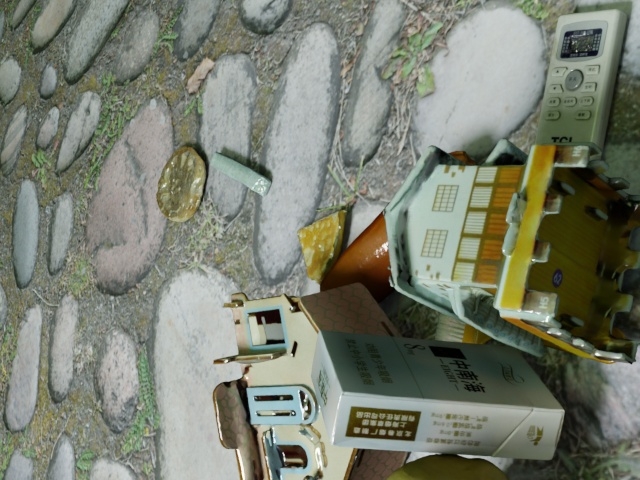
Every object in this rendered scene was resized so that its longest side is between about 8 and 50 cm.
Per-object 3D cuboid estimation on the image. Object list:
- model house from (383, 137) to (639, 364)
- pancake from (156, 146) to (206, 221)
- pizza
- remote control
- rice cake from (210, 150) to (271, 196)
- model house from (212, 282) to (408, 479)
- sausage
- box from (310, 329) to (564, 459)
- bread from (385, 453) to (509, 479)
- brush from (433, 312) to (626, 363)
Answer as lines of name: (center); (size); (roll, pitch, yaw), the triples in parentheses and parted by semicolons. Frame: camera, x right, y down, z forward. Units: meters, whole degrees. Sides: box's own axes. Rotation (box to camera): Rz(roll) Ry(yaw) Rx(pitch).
model house: (0.214, 0.011, 0.973); (0.215, 0.224, 0.198); (2, 74, 45)
pancake: (-0.259, -0.103, 1.713); (0.152, 0.025, 0.151); (-17, 66, 45)
pizza: (0.000, 0.000, 1.385); (0.108, 0.026, 0.123); (33, 108, 51)
remote control: (0.303, -0.176, 1.077); (0.087, 0.029, 0.190); (10, 88, 50)
rice cake: (-0.139, -0.117, 1.576); (0.171, 0.029, 0.033); (31, 97, 47)
model house: (0.007, 0.215, 1.167); (0.244, 0.169, 0.326); (-10, 88, 41)
sausage: (0.106, -0.001, 1.214); (0.300, 0.089, 0.083); (-49, 54, 29)
box: (0.121, 0.166, 0.996); (0.155, 0.243, 0.067); (-110, 28, -68)
bread: (0.112, 0.392, 0.948); (0.210, 0.300, 0.341); (42, 109, 40)
brush: (0.242, 0.102, 1.087); (0.272, 0.013, 0.103); (10, 88, 49)
